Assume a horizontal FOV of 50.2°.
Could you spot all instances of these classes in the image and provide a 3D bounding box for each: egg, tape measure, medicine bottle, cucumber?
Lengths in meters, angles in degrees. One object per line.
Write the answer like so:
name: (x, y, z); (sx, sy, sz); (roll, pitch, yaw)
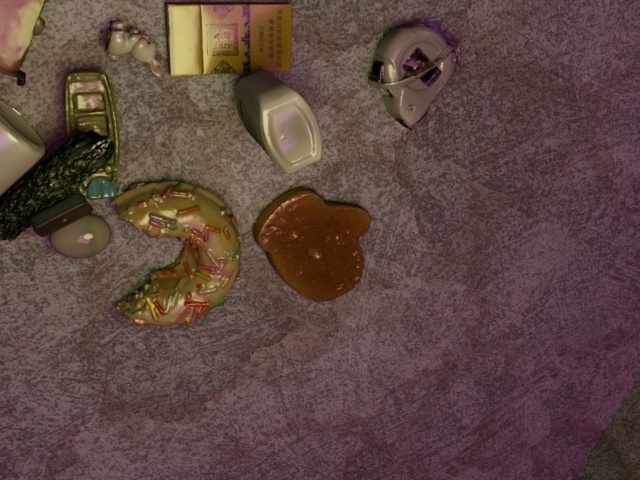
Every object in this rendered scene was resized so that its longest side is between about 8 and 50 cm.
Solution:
egg: (-0.545, -0.010, 1.551); (0.135, 0.103, 0.103); (-9, 117, -11)
tape measure: (0.223, -0.421, 1.658); (0.197, 0.120, 0.236); (37, 92, -29)
medicine bottle: (-0.104, -0.268, 1.476); (0.124, 0.324, 0.179); (-27, 118, -8)
medicine bottle: (-0.719, -0.144, 1.382); (0.293, 0.170, 0.170); (-43, 121, 1)
cucumber: (-0.564, -0.126, 1.431); (0.359, 0.096, 0.096); (-34, 124, 20)

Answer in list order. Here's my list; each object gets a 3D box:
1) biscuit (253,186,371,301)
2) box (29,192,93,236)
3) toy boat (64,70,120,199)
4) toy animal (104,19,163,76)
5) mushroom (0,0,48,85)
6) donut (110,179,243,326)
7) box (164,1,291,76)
biscuit: (-0.001, -0.001, 1.798); (0.287, 0.057, 0.343); (-40, 121, 0)
box: (-0.554, -0.055, 1.463); (0.126, 0.091, 0.031); (-30, 86, -12)
toy boat: (-0.494, -0.230, 1.486); (0.111, 0.084, 0.276); (-6, 112, -16)
toy animal: (-0.391, -0.408, 1.446); (0.124, 0.071, 0.085); (11, 108, -26)
mushroom: (-0.670, -0.508, 1.202); (0.397, 0.224, 0.313); (20, 107, -27)
donut: (-0.335, 0.041, 1.632); (0.308, 0.150, 0.370); (-4, 114, -20)
box: (-0.201, -0.449, 1.522); (0.279, 0.041, 0.153); (-7, 117, -19)
